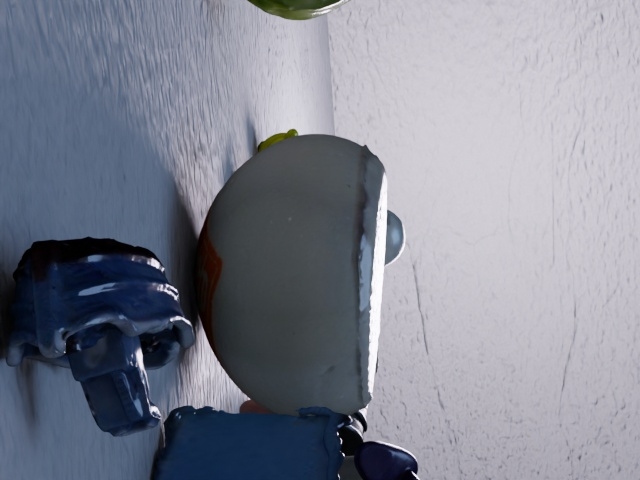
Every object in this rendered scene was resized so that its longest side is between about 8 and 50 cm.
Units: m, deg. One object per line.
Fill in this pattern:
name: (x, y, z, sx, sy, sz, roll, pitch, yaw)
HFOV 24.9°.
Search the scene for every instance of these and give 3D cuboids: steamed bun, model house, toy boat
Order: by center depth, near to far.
toy boat: (-0.168, 0.081, 1.142, 0.309, 0.129, 0.142, 43, 31, -79)
model house: (-0.077, 0.361, 1.614, 0.237, 0.216, 0.303, -83, 174, -58)
steamed bun: (-0.038, 0.046, 1.849, 0.374, 0.241, 0.374, 1, 90, -88)

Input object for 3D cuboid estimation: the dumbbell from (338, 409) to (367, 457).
dumbbell: (-0.021, 0.373, 2.192, 0.185, 0.185, 0.388, 81, 10, -51)

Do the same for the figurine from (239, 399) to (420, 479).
figurine: (-0.006, 0.307, 1.893, 0.193, 0.421, 0.154, 5, 91, -44)

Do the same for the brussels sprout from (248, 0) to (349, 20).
brussels sprout: (-0.024, -0.479, 2.022, 0.344, 0.268, 0.344, -3, 90, -76)

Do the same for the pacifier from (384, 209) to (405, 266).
pacifier: (-0.019, 0.014, 2.206, 0.220, 0.273, 0.332, 109, -15, -58)

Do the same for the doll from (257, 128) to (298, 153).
doll: (-0.052, -0.103, 2.461, 0.098, 0.135, 0.241, 59, -10, 28)
